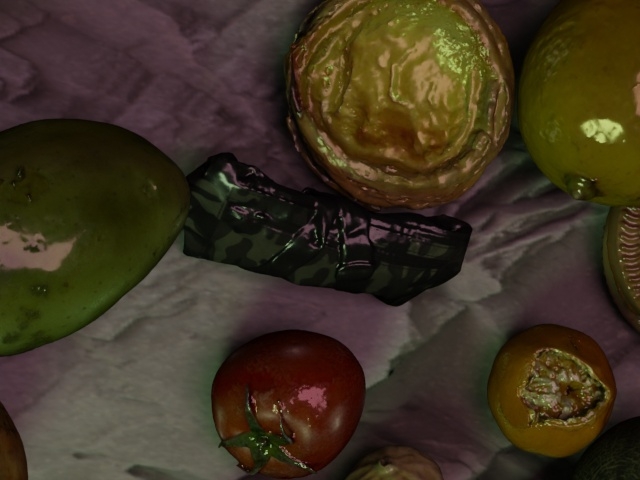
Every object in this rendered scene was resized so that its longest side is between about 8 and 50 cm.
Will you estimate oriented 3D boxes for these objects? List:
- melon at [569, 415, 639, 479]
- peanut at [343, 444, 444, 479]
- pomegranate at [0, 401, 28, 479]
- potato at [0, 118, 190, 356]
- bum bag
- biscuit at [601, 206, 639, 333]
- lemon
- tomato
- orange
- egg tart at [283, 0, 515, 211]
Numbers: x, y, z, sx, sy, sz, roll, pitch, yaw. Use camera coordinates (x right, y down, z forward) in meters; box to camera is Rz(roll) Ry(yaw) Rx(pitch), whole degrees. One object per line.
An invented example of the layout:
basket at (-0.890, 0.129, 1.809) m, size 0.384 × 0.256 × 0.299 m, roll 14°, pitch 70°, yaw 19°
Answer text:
melon at (0.417, 0.322, 1.702) m, size 0.301 × 0.237 × 0.238 m, roll 24°, pitch 81°, yaw -47°
peanut at (0.064, 0.332, 1.600) m, size 0.129 × 0.129 × 0.224 m, roll 20°, pitch 81°, yaw -25°
pomegranate at (-0.394, 0.220, 1.316) m, size 0.260 × 0.260 × 0.261 m, roll -1°, pitch 92°, yaw -25°
potato at (-0.274, -0.005, 1.383) m, size 0.304 × 0.216 × 0.216 m, roll -21°, pitch 101°, yaw -31°
bum bag at (0.000, 0.000, 1.561) m, size 0.340 × 0.095 × 0.144 m, roll 15°, pitch 130°, yaw -26°
biscuit at (0.451, 0.008, 1.799) m, size 0.259 × 0.079 × 0.259 m, roll 0°, pitch 91°, yaw -26°
lemon at (0.351, -0.176, 1.653) m, size 0.284 × 0.260 × 0.261 m, roll -35°, pitch 106°, yaw -25°
tomato at (-0.030, 0.164, 1.542) m, size 0.167 × 0.167 × 0.167 m, roll -1°, pitch 92°, yaw -25°
orange at (0.270, 0.173, 1.687) m, size 0.154 × 0.134 × 0.155 m, roll 3°, pitch 83°, yaw -27°
egg tart at (0.083, -0.164, 1.614) m, size 0.278 × 0.095 × 0.279 m, roll -1°, pitch 93°, yaw -20°
